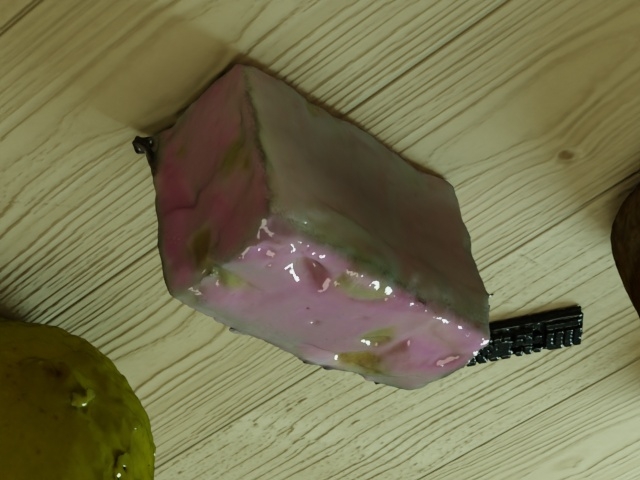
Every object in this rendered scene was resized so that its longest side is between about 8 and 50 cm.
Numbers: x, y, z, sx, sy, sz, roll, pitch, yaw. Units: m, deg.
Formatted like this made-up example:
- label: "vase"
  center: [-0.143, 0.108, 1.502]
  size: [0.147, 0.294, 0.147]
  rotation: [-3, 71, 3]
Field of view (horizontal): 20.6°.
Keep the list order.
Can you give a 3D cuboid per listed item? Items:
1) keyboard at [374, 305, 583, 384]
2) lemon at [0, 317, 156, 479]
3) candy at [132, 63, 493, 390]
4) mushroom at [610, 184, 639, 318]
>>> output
- label: "keyboard"
  center: [0.139, 0.096, 1.569]
  size: [0.195, 0.018, 0.060]
  rotation: [-11, 148, 1]
- label: "lemon"
  center: [-0.268, 0.207, 1.394]
  size: [0.268, 0.268, 0.322]
  rotation: [19, 125, -36]
- label: "candy"
  center: [0.000, 0.000, 1.270]
  size: [0.116, 0.155, 0.265]
  rotation: [-35, 139, 26]
- label: "mushroom"
  center: [0.383, 0.026, 1.381]
  size: [0.283, 0.195, 0.263]
  rotation: [-10, 140, -2]
